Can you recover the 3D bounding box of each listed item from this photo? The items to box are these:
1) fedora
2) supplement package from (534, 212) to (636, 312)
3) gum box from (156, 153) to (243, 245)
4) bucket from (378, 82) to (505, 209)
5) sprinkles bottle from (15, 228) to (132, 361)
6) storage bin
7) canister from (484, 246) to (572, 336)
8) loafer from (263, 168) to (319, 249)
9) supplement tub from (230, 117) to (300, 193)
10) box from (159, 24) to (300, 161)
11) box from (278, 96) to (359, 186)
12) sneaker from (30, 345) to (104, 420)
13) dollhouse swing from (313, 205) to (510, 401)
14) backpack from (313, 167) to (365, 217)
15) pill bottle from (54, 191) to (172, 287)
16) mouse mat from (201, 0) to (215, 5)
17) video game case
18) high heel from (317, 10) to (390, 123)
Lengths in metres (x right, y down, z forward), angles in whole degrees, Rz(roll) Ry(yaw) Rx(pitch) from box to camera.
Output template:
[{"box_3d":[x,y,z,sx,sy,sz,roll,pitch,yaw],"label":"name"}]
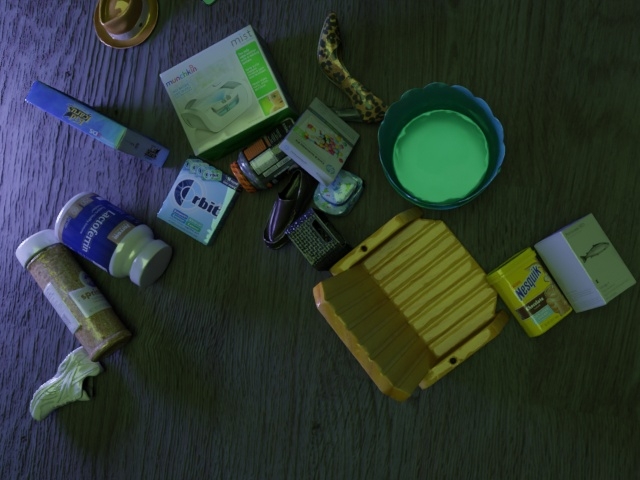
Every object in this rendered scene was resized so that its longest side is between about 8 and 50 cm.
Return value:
[{"box_3d":[-0.525,-0.605,1.669,0.194,0.079,0.194,0,88,11],"label":"fedora"},{"box_3d":[0.581,0.051,1.402,0.105,0.105,0.179,-28,82,-21],"label":"supplement package"},{"box_3d":[-0.306,-0.103,1.627,0.157,0.041,0.184,29,94,11],"label":"gum box"},{"box_3d":[0.271,-0.203,1.449,0.281,0.183,0.281,-1,87,11],"label":"bucket"},{"box_3d":[-0.635,0.141,1.640,0.121,0.121,0.355,-40,82,7],"label":"sprinkles bottle"},{"box_3d":[0.000,0.000,1.493,0.084,0.180,0.122,-40,81,8],"label":"storage bin"},{"box_3d":[0.473,0.118,1.442,0.126,0.073,0.170,-33,84,-16],"label":"canister"},{"box_3d":[-0.087,-0.084,1.556,0.080,0.078,0.220,24,87,34],"label":"loafer"},{"box_3d":[-0.118,-0.203,1.557,0.190,0.117,0.117,-34,82,8],"label":"supplement tub"},{"box_3d":[-0.222,-0.359,1.581,0.262,0.127,0.231,-25,85,10],"label":"box"},{"box_3d":[0.001,-0.233,1.492,0.145,0.186,0.038,40,139,-12],"label":"box"},{"box_3d":[-0.656,0.393,1.652,0.115,0.090,0.232,40,96,6],"label":"sneaker"},{"box_3d":[0.206,0.126,1.388,0.315,0.305,0.347,-39,81,7],"label":"dollhouse swing"},{"box_3d":[0.039,-0.118,1.540,0.105,0.084,0.114,31,97,13],"label":"backpack"},{"box_3d":[-0.519,0.001,1.607,0.265,0.153,0.153,30,93,10],"label":"pill bottle"},{"box_3d":[-0.274,-0.726,1.664,0.190,0.007,0.152,-42,81,7],"label":"mouse mat"},{"box_3d":[-0.541,-0.284,1.575,0.269,0.244,0.061,28,93,10],"label":"video game case"},{"box_3d":[0.089,-0.414,1.531,0.186,0.093,0.261,6,105,17],"label":"high heel"}]
